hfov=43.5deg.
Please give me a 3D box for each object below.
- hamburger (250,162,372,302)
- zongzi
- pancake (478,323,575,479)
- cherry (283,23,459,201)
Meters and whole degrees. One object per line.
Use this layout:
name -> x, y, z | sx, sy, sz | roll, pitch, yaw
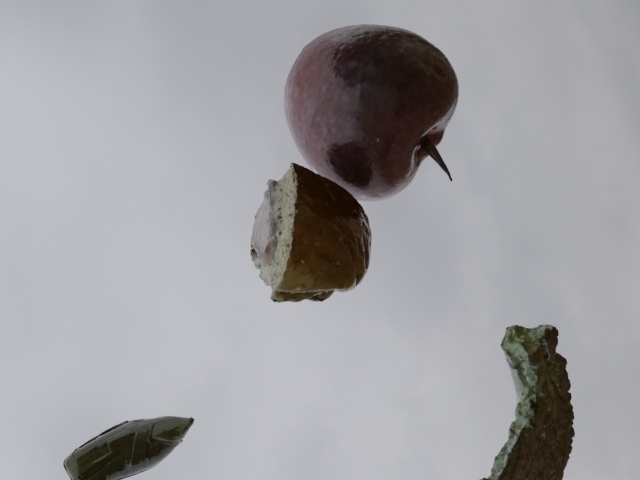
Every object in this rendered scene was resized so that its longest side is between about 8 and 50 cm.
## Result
hamburger -> 0.000, 0.000, 0.975 | 0.155, 0.135, 0.208 | 18, -166, -10
zongzi -> -0.229, 0.235, 0.890 | 0.154, 0.130, 0.062 | -12, -105, -40
pancake -> 0.172, 0.253, 0.786 | 0.197, 0.054, 0.377 | -5, -71, -49
cherry -> 0.074, -0.175, 1.097 | 0.285, 0.236, 0.213 | 44, 177, 18
